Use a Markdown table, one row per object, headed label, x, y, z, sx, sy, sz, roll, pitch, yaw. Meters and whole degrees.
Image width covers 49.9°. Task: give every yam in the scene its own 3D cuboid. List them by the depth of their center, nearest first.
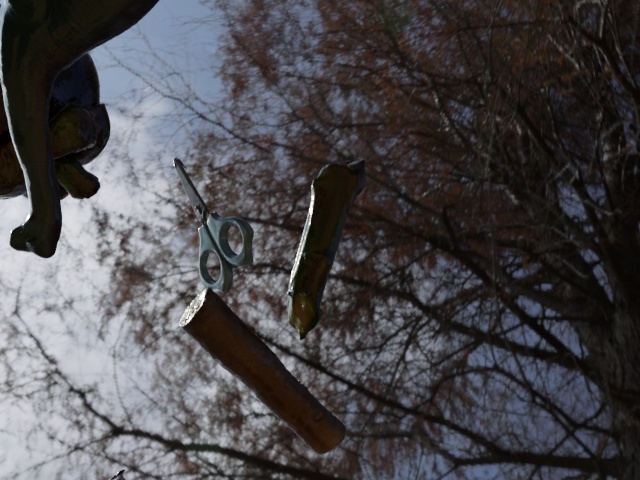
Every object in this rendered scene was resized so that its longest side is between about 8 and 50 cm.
| label | x | y | z | sx | sy | sz | roll | pitch | yaw |
| --- | --- | --- | --- | --- | --- | --- | --- | --- | --- |
| yam | -0.085 | 0.222 | 1.106 | 0.081 | 0.081 | 0.356 | -32 | -69 | 28 |

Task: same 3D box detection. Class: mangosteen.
| label | x | y | z | sx | sy | sz | roll | pitch | yaw |
| --- | --- | --- | --- | --- | --- | --- | --- | --- | --- |
| mangosteen | -0.460 | -0.191 | 1.017 | 0.301 | 0.300 | 0.300 | 7 | -64 | 16 |

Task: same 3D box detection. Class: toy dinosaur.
| label | x | y | z | sx | sy | sz | roll | pitch | yaw |
| --- | --- | --- | --- | --- | --- | --- | --- | --- | --- |
| toy dinosaur | -0.177 | -0.197 | 0.623 | 0.384 | 0.129 | 0.330 | -23 | -88 | 11 |

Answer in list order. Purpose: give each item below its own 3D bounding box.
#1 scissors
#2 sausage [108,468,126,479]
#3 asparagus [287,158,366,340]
| label | x | y | z | sx | sy | sz | roll | pitch | yaw |
| --- | --- | --- | --- | --- | --- | --- | --- | --- | --- |
| scissors | -0.250 | -0.055 | 1.496 | 0.191 | 0.029 | 0.360 | -51 | -126 | 31 |
| sausage | -0.305 | 0.461 | 0.967 | 0.112 | 0.328 | 0.112 | -6 | -48 | -7 |
| asparagus | 0.002 | 0.000 | 1.187 | 0.082 | 0.085 | 0.342 | 14 | -105 | 21 |
